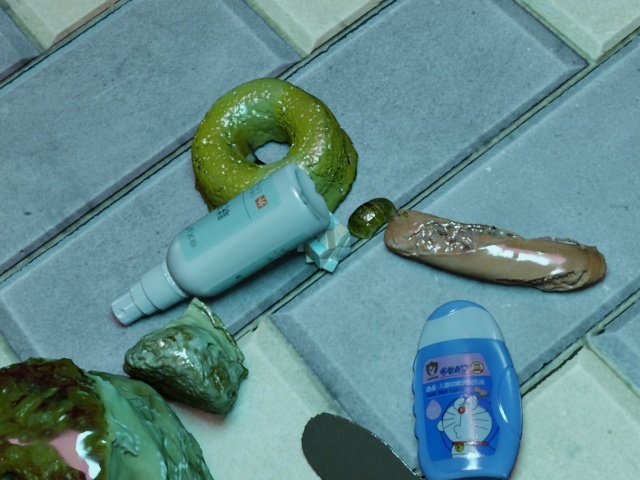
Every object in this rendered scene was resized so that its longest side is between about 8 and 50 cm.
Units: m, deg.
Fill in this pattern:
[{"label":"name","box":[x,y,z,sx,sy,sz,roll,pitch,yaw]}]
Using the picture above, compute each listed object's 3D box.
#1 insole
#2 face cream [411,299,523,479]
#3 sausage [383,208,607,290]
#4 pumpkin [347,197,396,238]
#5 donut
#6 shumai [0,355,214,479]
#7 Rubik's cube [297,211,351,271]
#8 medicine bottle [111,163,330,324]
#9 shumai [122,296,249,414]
[{"label":"insole","box":[0.102,0.339,1.533,0.327,0.007,0.111,31,106,26]},{"label":"face cream","box":[0.198,0.204,1.578,0.149,0.083,0.264,-8,61,12]},{"label":"sausage","box":[0.248,0.017,1.673,0.326,0.079,0.087,12,39,16]},{"label":"pumpkin","box":[0.077,-0.040,1.761,0.083,0.028,0.050,-38,61,-15]},{"label":"donut","box":[-0.082,-0.143,1.800,0.272,0.107,0.272,-5,60,9]},{"label":"shumai","box":[-0.320,0.313,1.479,0.324,0.323,0.397,-24,60,-5]},{"label":"Rubik's cube","box":[-0.001,0.000,1.725,0.073,0.084,0.075,-37,46,-15]},{"label":"medicine bottle","box":[-0.157,0.020,1.696,0.351,0.110,0.110,-31,60,15]},{"label":"shumai","box":[-0.172,0.154,1.614,0.184,0.184,0.142,18,66,18]}]
